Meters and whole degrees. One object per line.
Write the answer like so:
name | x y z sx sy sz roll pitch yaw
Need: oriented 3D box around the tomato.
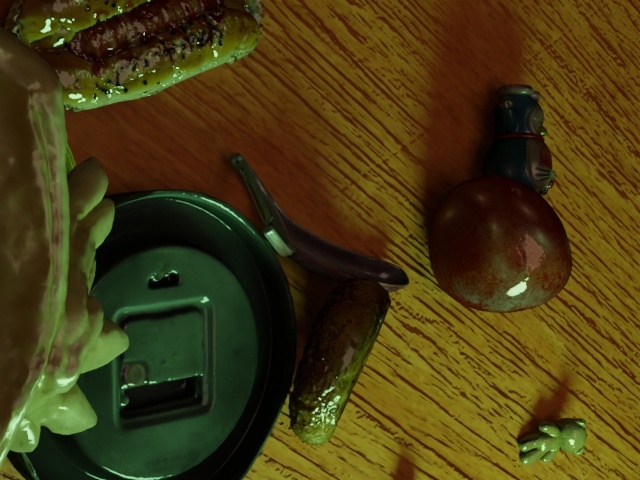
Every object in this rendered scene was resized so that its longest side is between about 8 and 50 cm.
tomato | 0.207 0.013 1.452 0.167 0.167 0.167 -7 100 -42

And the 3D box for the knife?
knife | -0.001 0.001 1.341 0.278 0.053 0.123 31 31 -49

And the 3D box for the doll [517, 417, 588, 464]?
doll | 0.303 0.260 1.652 0.093 0.051 0.061 -24 118 -36

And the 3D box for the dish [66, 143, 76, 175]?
dish | -0.327 -0.013 1.004 0.262 0.108 0.221 -5 101 -41

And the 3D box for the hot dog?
hot dog | -0.163 -0.204 1.150 0.268 0.075 0.144 -24 114 -35

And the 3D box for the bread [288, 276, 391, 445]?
bread | 0.017 0.122 1.316 0.193 0.064 0.193 22 90 -82

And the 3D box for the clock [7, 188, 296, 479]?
clock | -0.161 0.111 1.199 0.325 0.067 0.325 -7 100 -42

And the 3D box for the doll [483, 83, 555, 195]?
doll | 0.238 -0.109 1.524 0.114 0.086 0.151 17 73 -61

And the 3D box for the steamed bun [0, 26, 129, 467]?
steamed bun | -0.252 0.046 0.915 0.247 0.189 0.427 6 94 -14
